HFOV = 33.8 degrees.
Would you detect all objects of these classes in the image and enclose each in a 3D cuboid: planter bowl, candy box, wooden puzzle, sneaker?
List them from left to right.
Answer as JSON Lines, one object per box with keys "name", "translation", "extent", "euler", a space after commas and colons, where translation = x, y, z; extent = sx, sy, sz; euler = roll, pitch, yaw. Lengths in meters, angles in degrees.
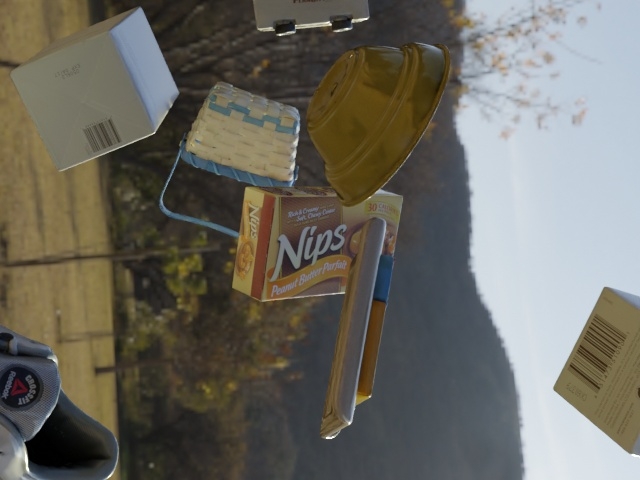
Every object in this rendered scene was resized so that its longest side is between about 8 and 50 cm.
{"name": "sneaker", "translation": [-0.256, 0.083, 0.708], "extent": [0.330, 0.146, 0.122], "euler": [51, 38, -48]}
{"name": "candy box", "translation": [0.000, 0.000, 1.874], "extent": [0.087, 0.316, 0.183], "euler": [20, -74, 45]}
{"name": "wooden puzzle", "translation": [0.043, 0.108, 1.195], "extent": [0.239, 0.044, 0.221], "euler": [99, 2, -74]}
{"name": "planter bowl", "translation": [0.046, -0.153, 1.200], "extent": [0.217, 0.090, 0.217], "euler": [-51, -159, 27]}

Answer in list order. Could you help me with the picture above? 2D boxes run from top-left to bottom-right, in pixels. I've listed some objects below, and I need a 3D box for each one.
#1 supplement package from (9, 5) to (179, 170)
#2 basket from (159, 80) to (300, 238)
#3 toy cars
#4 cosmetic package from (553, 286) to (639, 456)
{"name": "supplement package", "translation": [-0.363, -0.260, 1.755], "extent": [0.293, 0.177, 0.175], "euler": [-88, 156, -70]}
{"name": "basket", "translation": [-0.161, -0.147, 2.086], "extent": [0.201, 0.254, 0.289], "euler": [-101, -149, -74]}
{"name": "toy cars", "translation": [0.051, -0.465, 1.734], "extent": [0.176, 0.394, 0.087], "euler": [43, -2, -7]}
{"name": "cosmetic package", "translation": [0.418, 0.168, 1.278], "extent": [0.151, 0.183, 0.151], "euler": [43, -66, 56]}
